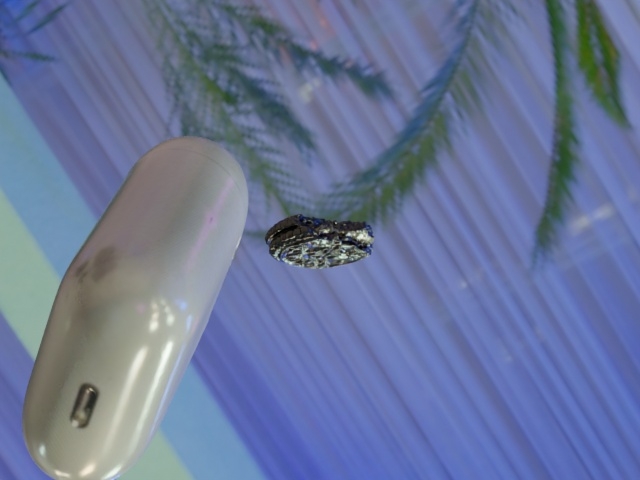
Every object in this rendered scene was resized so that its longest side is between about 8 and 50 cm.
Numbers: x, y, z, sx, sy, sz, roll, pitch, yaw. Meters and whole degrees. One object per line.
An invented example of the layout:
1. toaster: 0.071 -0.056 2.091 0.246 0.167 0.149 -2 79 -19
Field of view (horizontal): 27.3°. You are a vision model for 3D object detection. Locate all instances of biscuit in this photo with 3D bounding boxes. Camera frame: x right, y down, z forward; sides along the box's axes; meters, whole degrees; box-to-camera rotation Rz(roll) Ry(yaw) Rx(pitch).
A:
1. biscuit: 0.000 0.000 1.044 0.087 0.027 0.089 -7 161 0

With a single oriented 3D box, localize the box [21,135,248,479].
1. box: -0.186 0.067 1.359 0.349 0.141 0.289 -71 -177 -58
